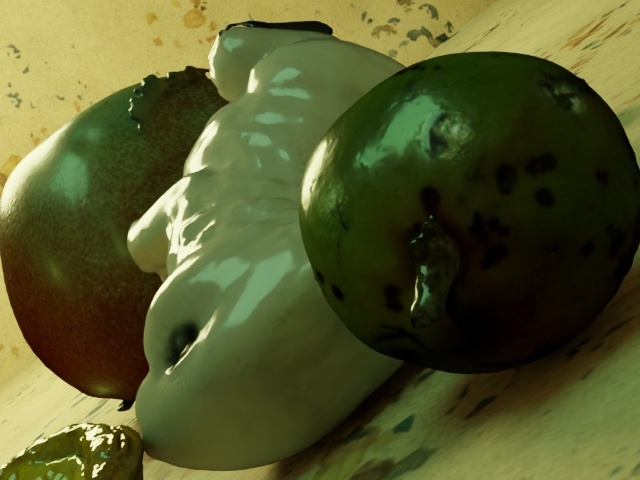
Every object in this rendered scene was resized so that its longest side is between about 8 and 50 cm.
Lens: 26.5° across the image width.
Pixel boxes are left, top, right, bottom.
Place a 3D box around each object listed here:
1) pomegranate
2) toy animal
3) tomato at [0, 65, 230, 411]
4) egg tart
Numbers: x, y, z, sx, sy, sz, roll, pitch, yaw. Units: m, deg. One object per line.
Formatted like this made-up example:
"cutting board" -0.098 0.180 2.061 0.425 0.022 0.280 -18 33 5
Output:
"pomegranate" 0.086 -0.009 0.644 0.156 0.156 0.220 -32 -23 29
"toy animal" 0.000 0.000 0.849 0.258 0.194 0.357 -12 28 7
"tomato" -0.136 -0.009 1.174 0.303 0.239 0.303 -34 4 3
"egg tart" -0.156 0.174 0.717 0.191 0.074 0.191 -37 16 12
